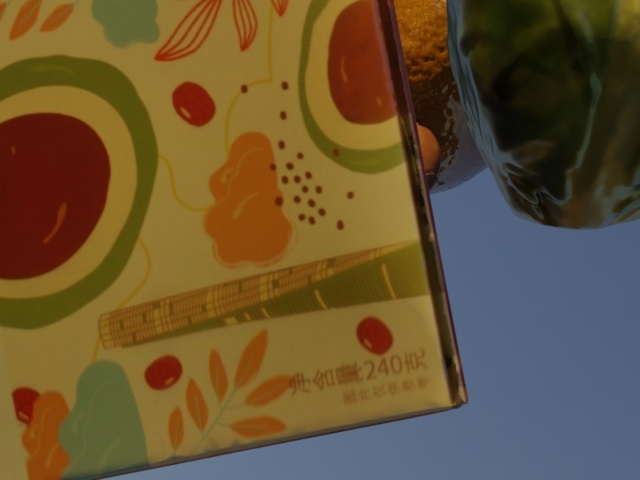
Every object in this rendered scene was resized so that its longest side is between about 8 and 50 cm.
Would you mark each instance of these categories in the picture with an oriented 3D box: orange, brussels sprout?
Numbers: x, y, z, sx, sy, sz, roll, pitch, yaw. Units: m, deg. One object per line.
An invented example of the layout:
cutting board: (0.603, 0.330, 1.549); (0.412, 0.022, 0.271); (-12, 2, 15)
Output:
orange: (0.140, -0.243, 1.923); (0.322, 0.322, 0.357); (36, -75, 38)
brussels sprout: (0.259, -0.193, 1.369); (0.315, 0.276, 0.371); (-150, -132, -70)

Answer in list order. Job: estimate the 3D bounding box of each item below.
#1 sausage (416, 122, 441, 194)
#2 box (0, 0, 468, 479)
sausage: (0.001, 0.002, 1.139); (0.088, 0.433, 0.088); (16, -54, 23)
box: (-0.127, -0.029, 0.896); (0.122, 0.385, 0.344); (-178, -102, -86)
